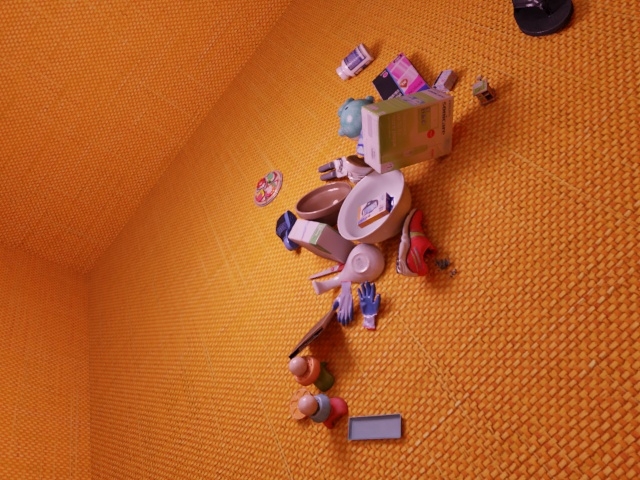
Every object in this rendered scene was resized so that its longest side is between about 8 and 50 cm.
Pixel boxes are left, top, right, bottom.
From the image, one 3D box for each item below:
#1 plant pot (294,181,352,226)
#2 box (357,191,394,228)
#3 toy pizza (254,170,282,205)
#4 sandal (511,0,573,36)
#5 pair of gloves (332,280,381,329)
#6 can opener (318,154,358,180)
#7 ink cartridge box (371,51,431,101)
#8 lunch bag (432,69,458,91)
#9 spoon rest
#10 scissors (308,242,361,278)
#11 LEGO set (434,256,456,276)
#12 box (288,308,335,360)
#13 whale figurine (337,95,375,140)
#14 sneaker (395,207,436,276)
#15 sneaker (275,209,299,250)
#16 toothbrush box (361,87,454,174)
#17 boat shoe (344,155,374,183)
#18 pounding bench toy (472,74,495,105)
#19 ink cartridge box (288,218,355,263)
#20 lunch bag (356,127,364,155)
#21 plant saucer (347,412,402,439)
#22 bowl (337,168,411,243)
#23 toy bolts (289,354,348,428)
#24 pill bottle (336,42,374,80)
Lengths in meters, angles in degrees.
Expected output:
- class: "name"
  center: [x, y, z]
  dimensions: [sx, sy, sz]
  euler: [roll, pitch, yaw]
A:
- class: "plant pot"
  center: [0.028, -0.126, 1.957]
  dimensions: [0.238, 0.109, 0.237]
  euler: [-20, 26, 10]
- class: "box"
  center: [0.179, -0.101, 1.622]
  dimensions: [0.136, 0.028, 0.081]
  euler: [-31, 37, 37]
- class: "toy pizza"
  center: [-0.266, -0.262, 2.477]
  dimensions: [0.201, 0.032, 0.201]
  euler: [-28, 47, 34]
- class: "sandal"
  center: [0.717, -0.854, 1.722]
  dimensions: [0.168, 0.107, 0.445]
  euler: [-33, 45, 30]
- class: "pair of gloves"
  center: [0.118, 0.213, 1.681]
  dimensions: [0.198, 0.023, 0.159]
  euler: [1, 87, 41]
- class: "can opener"
  center: [0.069, -0.289, 2.043]
  dimensions: [0.280, 0.093, 0.074]
  euler: [177, 81, -67]
- class: "ink cartridge box"
  center: [0.337, -0.600, 2.016]
  dimensions: [0.176, 0.069, 0.370]
  euler: [-41, 43, 22]
- class: "lunch bag"
  center: [0.460, -0.598, 1.881]
  dimensions: [0.071, 0.053, 0.083]
  euler: [-59, 28, -2]
- class: "spoon rest"
  center: [0.104, 0.108, 1.770]
  dimensions: [0.277, 0.084, 0.137]
  euler: [-30, 72, 23]
- class: "scissors"
  center: [0.061, 0.110, 1.867]
  dimensions: [0.297, 0.021, 0.108]
  euler: [-34, 46, 26]
- class: "LEGO set"
  center: [0.383, 0.081, 1.533]
  dimensions: [0.054, 0.024, 0.083]
  euler: [-42, 54, 24]
- class: "box"
  center: [-0.026, 0.318, 1.716]
  dimensions: [0.164, 0.021, 0.201]
  euler: [-46, -2, 15]
- class: "whale figurine"
  center: [0.137, -0.540, 2.127]
  dimensions: [0.216, 0.141, 0.272]
  euler: [-48, 38, 14]
- class: "sneaker"
  center: [0.313, 0.012, 1.604]
  dimensions: [0.119, 0.107, 0.278]
  euler: [11, 50, 8]
- class: "sneaker"
  center: [-0.146, -0.027, 2.151]
  dimensions: [0.090, 0.081, 0.232]
  euler: [-40, 34, 27]
- class: "toothbrush box"
  center: [0.292, -0.368, 1.678]
  dimensions: [0.284, 0.206, 0.122]
  euler: [-19, 36, -17]
- class: "boat shoe"
  center: [0.147, -0.254, 1.866]
  dimensions: [0.098, 0.277, 0.096]
  euler: [34, 107, 16]
- class: "pounding bench toy"
  center: [0.557, -0.513, 1.703]
  dimensions: [0.052, 0.065, 0.083]
  euler: [-20, 52, 41]
- class: "ink cartridge box"
  center: [0.000, 0.000, 1.885]
  dimensions: [0.212, 0.154, 0.093]
  euler: [10, 70, 57]
- class: "lunch bag"
  center: [0.241, -0.391, 1.938]
  dimensions: [0.219, 0.090, 0.175]
  euler: [27, 102, 53]
- class: "plant saucer"
  center: [0.159, 0.546, 1.463]
  dimensions: [0.192, 0.018, 0.067]
  euler: [-20, 51, 38]
- class: "bowl"
  center: [0.210, -0.099, 1.736]
  dimensions: [0.298, 0.134, 0.297]
  euler: [-34, 36, 29]
- class: "toy bolts"
  center: [-0.048, 0.503, 1.606]
  dimensions: [0.218, 0.159, 0.228]
  euler: [-52, 38, 8]
- class: "pill bottle"
  center: [0.159, -0.829, 2.339]
  dimensions: [0.169, 0.094, 0.094]
  euler: [-35, 43, 27]
